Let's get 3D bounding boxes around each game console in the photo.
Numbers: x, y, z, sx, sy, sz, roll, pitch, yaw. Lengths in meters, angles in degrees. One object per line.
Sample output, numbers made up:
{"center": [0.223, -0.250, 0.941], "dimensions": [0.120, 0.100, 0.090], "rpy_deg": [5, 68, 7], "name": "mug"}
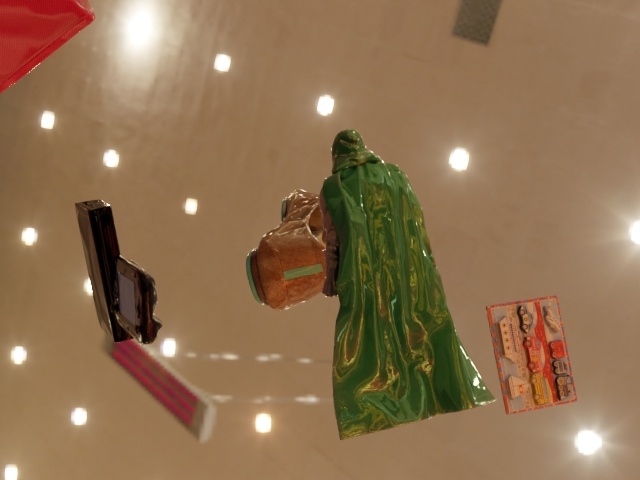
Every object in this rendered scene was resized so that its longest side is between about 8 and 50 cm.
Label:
{"center": [-0.300, 0.058, 1.816], "dimensions": [0.361, 0.044, 0.213], "rpy_deg": [-161, -121, -67], "name": "game console"}

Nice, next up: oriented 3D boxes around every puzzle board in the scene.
{"center": [0.248, 0.132, 1.424], "dimensions": [0.011, 0.096, 0.128], "rpy_deg": [155, -74, -66], "name": "puzzle board"}

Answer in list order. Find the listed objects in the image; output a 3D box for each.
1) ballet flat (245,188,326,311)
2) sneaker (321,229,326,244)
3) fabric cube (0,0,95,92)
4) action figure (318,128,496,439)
{"center": [0.000, 0.000, 1.543], "dimensions": [0.124, 0.342, 0.116], "rpy_deg": [-12, -81, 12], "name": "ballet flat"}
{"center": [0.029, -0.022, 0.987], "dimensions": [0.032, 0.037, 0.083], "rpy_deg": [-53, -173, 48], "name": "sneaker"}
{"center": [-0.364, -0.221, 0.856], "dimensions": [0.259, 0.258, 0.254], "rpy_deg": [-38, -128, 5], "name": "fabric cube"}
{"center": [0.046, 0.025, 0.943], "dimensions": [0.063, 0.137, 0.232], "rpy_deg": [-21, -101, 60], "name": "action figure"}
